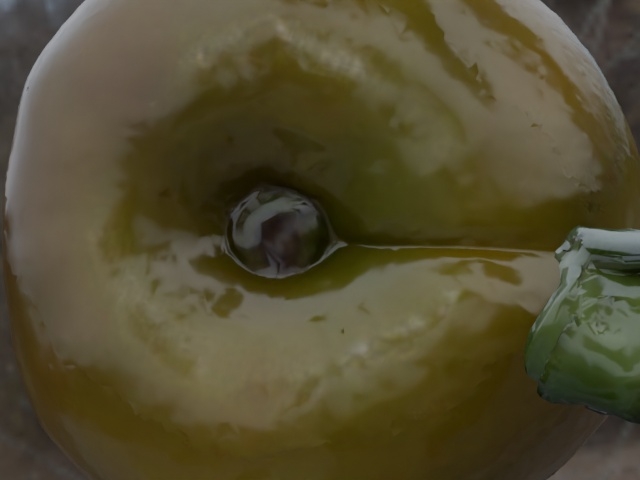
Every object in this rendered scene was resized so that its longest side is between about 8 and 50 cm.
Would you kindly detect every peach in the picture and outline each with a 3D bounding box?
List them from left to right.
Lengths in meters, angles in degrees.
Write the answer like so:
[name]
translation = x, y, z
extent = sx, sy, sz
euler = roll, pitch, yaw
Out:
[peach]
translation = 0.000, 0.000, 0.732
extent = 0.251, 0.251, 0.153
euler = -8, 0, 10

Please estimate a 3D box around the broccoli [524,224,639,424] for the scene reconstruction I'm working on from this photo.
[broccoli]
translation = 0.186, 0.028, 0.484
extent = 0.275, 0.177, 0.198
euler = 7, -9, 9
